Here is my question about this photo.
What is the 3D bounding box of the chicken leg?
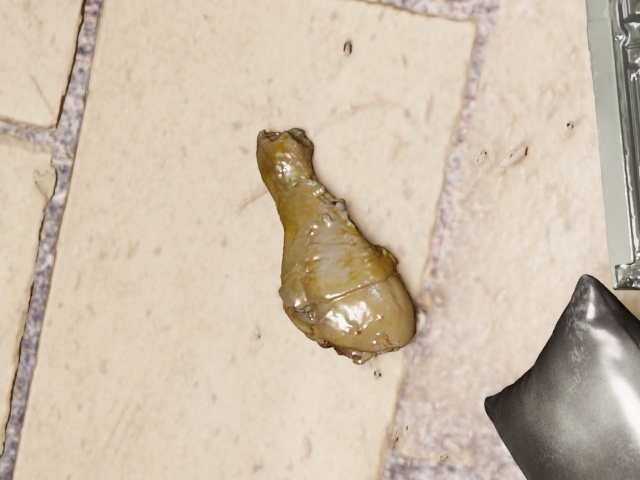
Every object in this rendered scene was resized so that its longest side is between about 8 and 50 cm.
[{"bbox_3d":[-0.002,0.000,1.106,0.085,0.069,0.198,-32,69,20],"label":"chicken leg"}]

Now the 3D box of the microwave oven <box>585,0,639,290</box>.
[{"bbox_3d":[0.254,-0.077,0.951,0.162,0.122,0.208,-6,87,26],"label":"microwave oven"}]

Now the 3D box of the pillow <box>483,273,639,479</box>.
[{"bbox_3d":[0.210,0.156,0.964,0.250,0.106,0.186,49,147,18],"label":"pillow"}]
